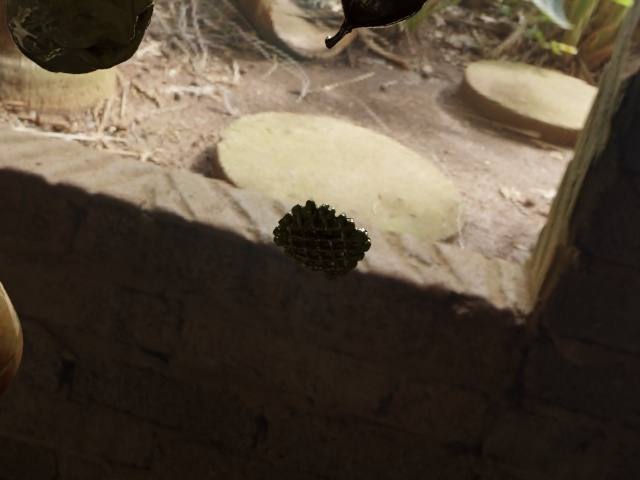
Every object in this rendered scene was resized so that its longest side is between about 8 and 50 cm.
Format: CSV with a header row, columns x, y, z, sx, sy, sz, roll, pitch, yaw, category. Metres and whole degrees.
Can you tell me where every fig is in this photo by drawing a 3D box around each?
x,y,z,sx,sy,sz,roll,pitch,yaw,category
0.117,-0.564,1.846,0.217,0.321,0.216,21,45,-22,fig

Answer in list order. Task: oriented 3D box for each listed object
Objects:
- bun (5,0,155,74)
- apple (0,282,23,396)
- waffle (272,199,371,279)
x,y,z,sx,sy,sz,roll,pitch,yaw,category
-0.262,-0.288,0.906,0.133,0.231,0.231,24,29,1,bun
-0.698,0.166,1.276,0.392,0.391,0.346,24,49,17,apple
0.000,0.000,1.434,0.169,0.183,0.036,31,49,-9,waffle
